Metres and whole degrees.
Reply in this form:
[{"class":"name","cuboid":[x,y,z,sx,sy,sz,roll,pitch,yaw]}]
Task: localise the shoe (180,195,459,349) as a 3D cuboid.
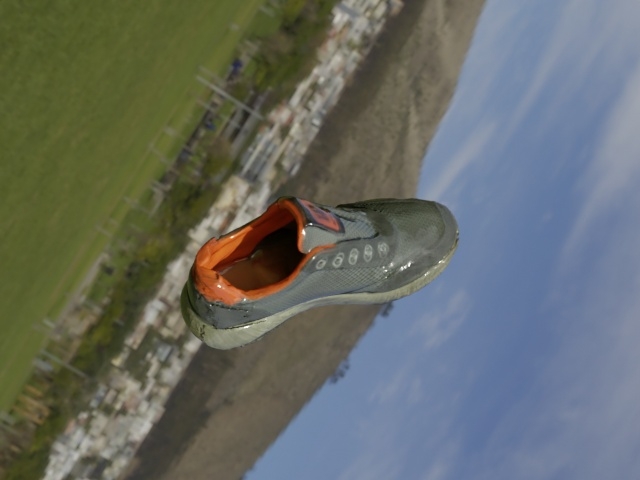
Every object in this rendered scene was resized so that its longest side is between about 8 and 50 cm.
[{"class":"shoe","cuboid":[0.000,0.000,1.172,0.336,0.132,0.171,-19,152,-11]}]
